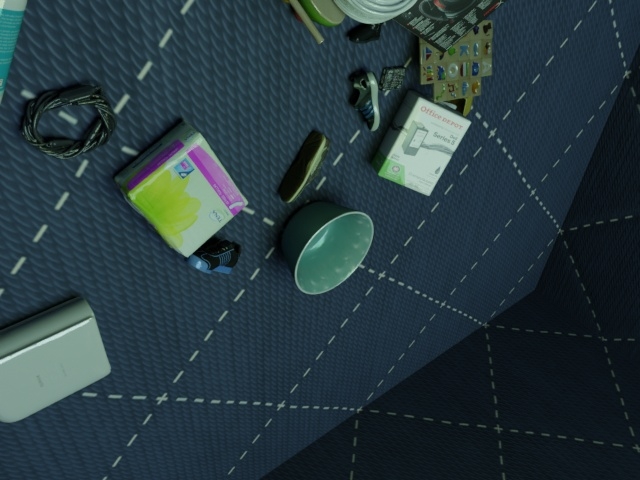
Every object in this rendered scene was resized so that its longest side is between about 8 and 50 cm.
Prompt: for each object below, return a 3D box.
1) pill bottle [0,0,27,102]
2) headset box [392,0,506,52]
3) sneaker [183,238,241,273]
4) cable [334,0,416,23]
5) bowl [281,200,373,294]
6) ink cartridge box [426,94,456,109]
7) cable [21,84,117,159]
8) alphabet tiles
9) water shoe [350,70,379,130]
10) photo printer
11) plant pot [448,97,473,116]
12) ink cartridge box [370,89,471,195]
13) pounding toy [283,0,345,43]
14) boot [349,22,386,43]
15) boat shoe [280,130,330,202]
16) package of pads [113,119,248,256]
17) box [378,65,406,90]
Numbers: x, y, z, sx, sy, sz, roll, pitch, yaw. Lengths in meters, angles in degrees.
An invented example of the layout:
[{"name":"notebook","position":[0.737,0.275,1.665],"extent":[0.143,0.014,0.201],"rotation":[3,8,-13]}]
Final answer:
[{"name":"pill bottle","position":[-0.558,-0.348,0.934],"extent":[0.146,0.146,0.264],"rotation":[3,122,-49]},{"name":"headset box","position":[0.301,-0.641,1.514],"extent":[0.293,0.110,0.218],"rotation":[13,142,-43]},{"name":"sneaker","position":[-0.293,0.037,1.632],"extent":[0.090,0.081,0.232],"rotation":[-61,165,4]},{"name":"cable","position":[0.114,-0.623,1.332],"extent":[0.257,0.089,0.257],"rotation":[45,71,-17]},{"name":"bowl","position":[0.000,0.000,1.862],"extent":[0.312,0.163,0.311],"rotation":[-28,140,-26]},{"name":"ink cartridge box","position":[0.370,-0.400,1.964],"extent":[0.109,0.063,0.150],"rotation":[-1,124,-46]},{"name":"cable","position":[-0.509,-0.235,1.195],"extent":[0.185,0.047,0.150],"rotation":[-30,146,-29]},{"name":"alphabet tiles","position":[0.417,-0.576,1.795],"extent":[0.343,0.011,0.285],"rotation":[-18,111,-36]},{"name":"water shoe","position":[0.124,-0.401,1.710],"extent":[0.080,0.072,0.203],"rotation":[-13,139,-3]},{"name":"photo printer","position":[-0.694,0.302,1.450],"extent":[0.308,0.107,0.256],"rotation":[-25,139,-30]},{"name":"plant pot","position":[0.476,-0.473,1.997],"extent":[0.083,0.081,0.081],"rotation":[-37,145,-33]},{"name":"ink cartridge box","position":[0.314,-0.310,1.875],"extent":[0.199,0.114,0.272],"rotation":[20,112,-18]},{"name":"pounding toy","position":[-0.045,-0.541,1.325],"extent":[0.183,0.110,0.236],"rotation":[54,39,-26]},{"name":"boot","position":[0.128,-0.574,1.548],"extent":[0.121,0.045,0.099],"rotation":[-26,143,-40]},{"name":"boat shoe","position":[-0.037,-0.203,1.700],"extent":[0.073,0.080,0.223],"rotation":[16,106,-47]},{"name":"package of pads","position":[-0.334,-0.113,1.444],"extent":[0.229,0.101,0.296],"rotation":[-43,145,-9]},{"name":"box","position":[0.213,-0.481,1.753],"extent":[0.083,0.018,0.067],"rotation":[-19,136,-36]}]
